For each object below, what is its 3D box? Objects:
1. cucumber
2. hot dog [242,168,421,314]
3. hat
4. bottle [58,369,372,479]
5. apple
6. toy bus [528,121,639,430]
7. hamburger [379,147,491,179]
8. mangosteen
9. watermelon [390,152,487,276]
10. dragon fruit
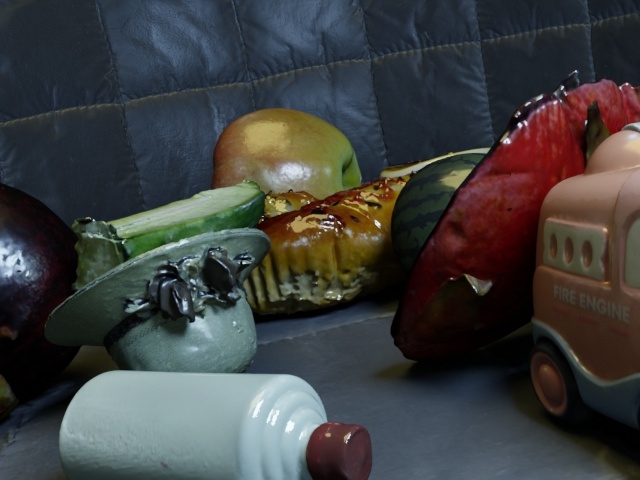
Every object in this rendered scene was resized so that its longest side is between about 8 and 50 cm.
[{"bbox_3d":[-0.164,0.005,0.909,0.105,0.145,0.325,20,24,23],"label":"cucumber"},{"bbox_3d":[0.000,0.000,1.165,0.365,0.196,0.367,-20,9,-28],"label":"hot dog"},{"bbox_3d":[-0.143,0.103,0.757,0.257,0.130,0.257,-27,-14,-7],"label":"hat"},{"bbox_3d":[-0.076,0.149,0.523,0.245,0.104,0.104,-4,10,33],"label":"bottle"},{"bbox_3d":[-0.066,-0.103,1.503,0.305,0.338,0.338,2,9,4],"label":"apple"},{"bbox_3d":[0.276,0.027,0.506,0.194,0.232,0.287,-10,6,-13],"label":"toy bus"},{"bbox_3d":[0.252,-0.082,1.425,0.276,0.179,0.294,-12,5,-29],"label":"hamburger"},{"bbox_3d":[-0.442,0.087,0.854,0.307,0.307,0.347,-6,40,27],"label":"mangosteen"},{"bbox_3d":[0.194,-0.015,0.937,0.212,0.212,0.212,-10,8,2],"label":"watermelon"},{"bbox_3d":[0.211,-0.012,0.682,0.343,0.282,0.100,-39,52,-8],"label":"dragon fruit"}]
